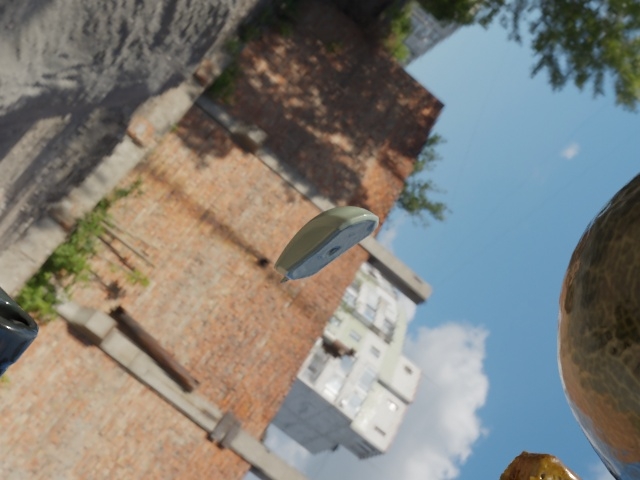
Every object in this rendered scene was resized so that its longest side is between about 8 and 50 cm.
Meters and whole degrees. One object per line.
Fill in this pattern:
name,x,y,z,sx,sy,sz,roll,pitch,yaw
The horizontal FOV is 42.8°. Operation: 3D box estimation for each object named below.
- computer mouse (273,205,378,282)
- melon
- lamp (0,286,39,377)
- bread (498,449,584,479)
computer mouse,0.000,0.000,1.165,0.182,0.056,0.089,-39,152,26
melon,0.266,0.064,0.465,0.238,0.302,0.237,-15,-116,33
lamp,-0.383,-0.021,0.441,0.205,0.374,0.272,-51,154,7
bread,0.409,0.490,1.263,0.185,0.380,0.109,-53,-165,-14
